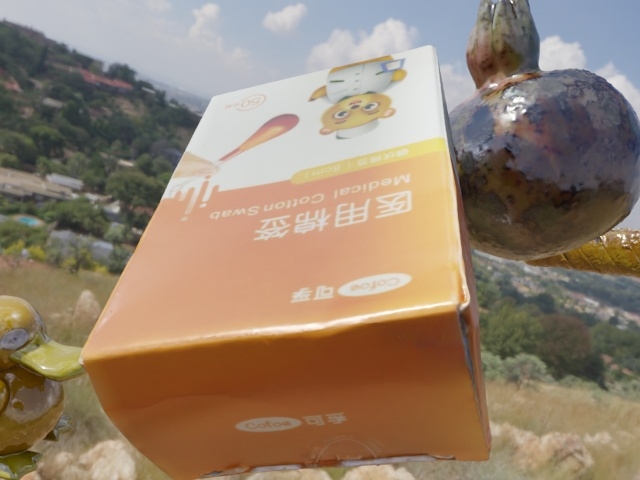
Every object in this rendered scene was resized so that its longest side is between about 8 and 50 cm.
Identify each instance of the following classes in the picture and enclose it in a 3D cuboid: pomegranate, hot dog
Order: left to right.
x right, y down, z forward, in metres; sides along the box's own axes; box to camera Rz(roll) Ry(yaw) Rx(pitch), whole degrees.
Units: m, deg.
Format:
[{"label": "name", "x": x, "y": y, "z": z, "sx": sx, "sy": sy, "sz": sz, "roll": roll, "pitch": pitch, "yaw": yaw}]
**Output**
[{"label": "pomegranate", "x": 0.266, "y": -0.151, "z": 0.825, "sx": 0.285, "sy": 0.340, "sz": 0.285, "roll": -17, "pitch": 5, "yaw": 2}, {"label": "hot dog", "x": 0.463, "y": 0.020, "z": 1.074, "sx": 0.061, "sy": 0.087, "sz": 0.286, "roll": -12, "pitch": 5, "yaw": -36}]

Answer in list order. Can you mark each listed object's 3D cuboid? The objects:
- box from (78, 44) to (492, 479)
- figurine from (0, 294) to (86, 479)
[{"label": "box", "x": 0.000, "y": 0.000, "z": 0.490, "sx": 0.225, "sy": 0.143, "sz": 0.341, "roll": -10, "pitch": 36, "yaw": 15}, {"label": "figurine", "x": -0.452, "y": 0.205, "z": 0.927, "sx": 0.215, "sy": 0.228, "sz": 0.215, "roll": 23, "pitch": 15, "yaw": -7}]
